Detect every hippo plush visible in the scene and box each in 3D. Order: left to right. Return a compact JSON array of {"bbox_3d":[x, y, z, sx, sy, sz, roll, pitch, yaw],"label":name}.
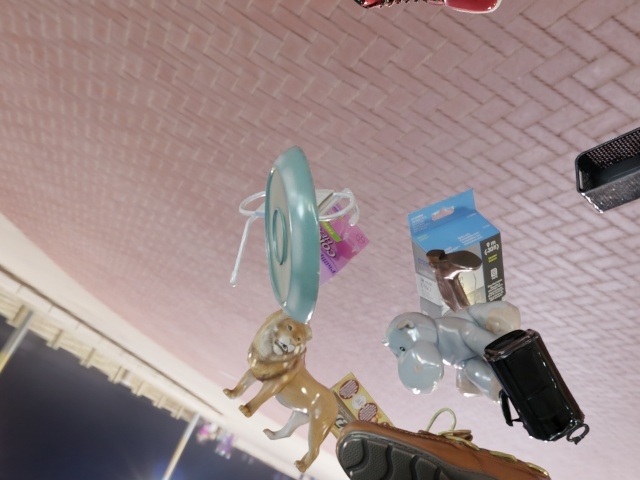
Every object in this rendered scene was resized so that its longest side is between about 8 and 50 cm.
[{"bbox_3d":[0.267,0.203,1.401,0.237,0.294,0.234,1,152,-21],"label":"hippo plush"}]

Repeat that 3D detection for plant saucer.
[{"bbox_3d":[-0.058,-0.009,1.187,0.044,0.317,0.317,-4,166,-15],"label":"plant saucer"}]

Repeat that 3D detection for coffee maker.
[{"bbox_3d":[0.391,0.256,1.199,0.178,0.120,0.171,60,155,-2],"label":"coffee maker"}]

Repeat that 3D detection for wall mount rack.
[{"bbox_3d":[-0.072,-0.017,1.612,0.350,0.304,0.130,6,130,40],"label":"wall mount rack"}]

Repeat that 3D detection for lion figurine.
[{"bbox_3d":[-0.056,0.340,1.516,0.142,0.240,0.392,29,158,51],"label":"lion figurine"}]

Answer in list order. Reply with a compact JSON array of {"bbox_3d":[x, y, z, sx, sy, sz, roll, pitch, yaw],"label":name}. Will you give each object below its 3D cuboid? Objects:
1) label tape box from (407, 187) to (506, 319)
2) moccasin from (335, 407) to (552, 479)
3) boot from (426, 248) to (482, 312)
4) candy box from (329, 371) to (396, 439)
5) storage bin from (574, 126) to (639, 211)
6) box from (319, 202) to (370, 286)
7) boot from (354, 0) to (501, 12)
[{"bbox_3d":[0.388,0.053,1.873,0.106,0.241,0.333,28,135,57],"label":"label tape box"},{"bbox_3d":[0.204,0.354,1.027,0.380,0.139,0.147,14,-159,-7],"label":"moccasin"},{"bbox_3d":[0.225,0.070,1.062,0.106,0.037,0.114,14,133,51],"label":"boot"},{"bbox_3d":[0.125,0.542,1.878,0.316,0.087,0.183,51,145,9],"label":"candy box"},{"bbox_3d":[0.661,-0.155,1.455,0.084,0.122,0.180,34,140,-30],"label":"storage bin"},{"bbox_3d":[0.000,0.000,2.071,0.213,0.243,0.117,51,133,-1],"label":"box"},{"bbox_3d":[0.170,-0.419,1.127,0.244,0.176,0.088,28,139,29],"label":"boot"}]
